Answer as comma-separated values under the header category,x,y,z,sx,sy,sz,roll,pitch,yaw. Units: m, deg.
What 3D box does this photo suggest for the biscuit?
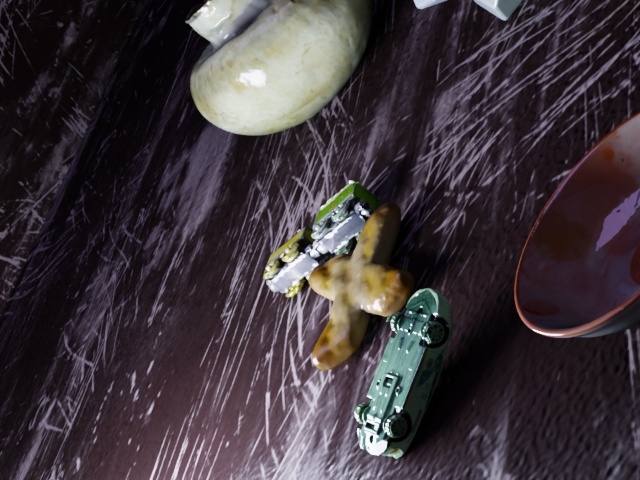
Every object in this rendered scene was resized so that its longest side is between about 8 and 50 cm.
category,x,y,z,sx,sy,sz,roll,pitch,yaw
biscuit,0.050,0.053,1.852,0.164,0.047,0.208,-47,21,20

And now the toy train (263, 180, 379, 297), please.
category,x,y,z,sx,sy,sz,roll,pitch,yaw
toy train,0.000,0.000,2.034,0.202,0.060,0.081,-40,17,33

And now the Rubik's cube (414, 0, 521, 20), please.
category,x,y,z,sx,sy,sz,roll,pitch,yaw
Rubik's cube,0.221,-0.420,2.022,0.224,0.265,0.213,-30,-39,-39

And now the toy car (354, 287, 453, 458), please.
category,x,y,z,sx,sy,sz,roll,pitch,yaw
toy car,0.097,0.142,1.597,0.093,0.058,0.186,9,76,67

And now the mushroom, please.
category,x,y,z,sx,sy,sz,roll,pitch,yaw
mushroom,-0.074,-0.333,2.435,0.352,0.260,0.352,-48,17,19

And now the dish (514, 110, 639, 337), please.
category,x,y,z,sx,sy,sz,roll,pitch,yaw
dish,0.295,-0.003,1.365,0.260,0.085,0.260,-46,20,23
